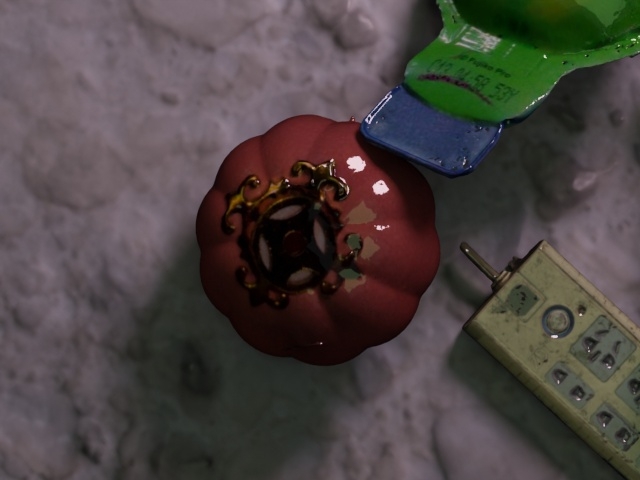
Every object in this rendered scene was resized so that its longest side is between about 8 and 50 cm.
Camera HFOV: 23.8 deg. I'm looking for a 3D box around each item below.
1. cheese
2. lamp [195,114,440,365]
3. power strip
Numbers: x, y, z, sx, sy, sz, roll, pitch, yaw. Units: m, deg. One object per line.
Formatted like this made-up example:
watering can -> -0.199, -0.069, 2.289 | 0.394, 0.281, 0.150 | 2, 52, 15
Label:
cheese -> 0.155, -0.166, 1.084 | 0.204, 0.083, 0.320 | 27, 65, 32
lamp -> 0.000, 0.000, 1.095 | 0.182, 0.140, 0.182 | -1, 86, 17
power strip -> 0.203, 0.094, 1.141 | 0.268, 0.034, 0.092 | 43, 88, 0
